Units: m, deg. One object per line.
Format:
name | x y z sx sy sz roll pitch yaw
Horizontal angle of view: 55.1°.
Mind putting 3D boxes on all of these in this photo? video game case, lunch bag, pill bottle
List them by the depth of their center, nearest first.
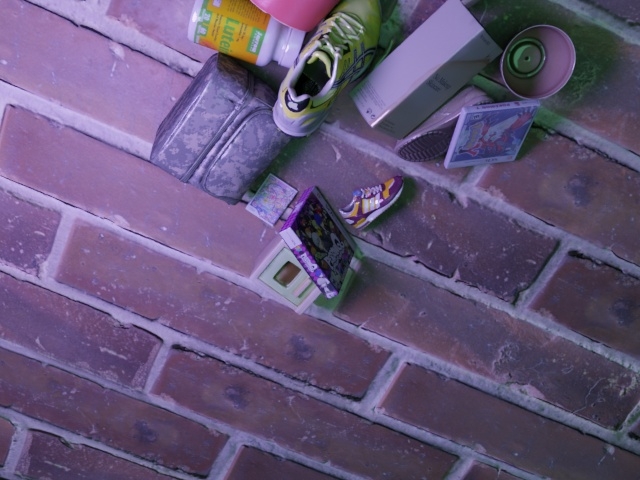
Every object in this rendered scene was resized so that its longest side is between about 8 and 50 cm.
pill bottle | -0.164 -0.477 1.387 0.246 0.136 0.136 17 113 -11
video game case | 0.402 -0.248 1.452 0.184 0.023 0.201 -8 148 -7
lunch bag | -0.218 -0.256 1.458 0.256 0.212 0.305 32 111 -26
video game case | 0.000 0.000 1.536 0.042 0.232 0.210 -26 109 28
video game case | -0.129 -0.107 1.615 0.087 0.011 0.122 33 110 -12

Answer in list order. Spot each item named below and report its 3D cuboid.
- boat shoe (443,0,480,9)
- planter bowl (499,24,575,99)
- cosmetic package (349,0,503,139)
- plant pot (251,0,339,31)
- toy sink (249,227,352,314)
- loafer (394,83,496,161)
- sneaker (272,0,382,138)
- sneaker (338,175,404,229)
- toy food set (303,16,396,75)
boat shoe | 0.393 -0.620 1.325 0.307 0.110 0.104 -33 109 15
planter bowl | 0.486 -0.415 1.409 0.162 0.109 0.161 1 114 2
cosmetic package | 0.235 -0.377 1.376 0.309 0.160 0.113 -39 69 25
plant pot | -0.032 -0.596 1.283 0.275 0.274 0.243 32 122 -11
toy sink | -0.046 0.092 1.631 0.234 0.131 0.152 37 110 -13
loafer | 0.297 -0.282 1.484 0.269 0.092 0.102 -27 136 29
sneaker | 0.034 -0.397 1.326 0.145 0.147 0.384 28 77 -3
sneaker | 0.131 -0.110 1.573 0.084 0.069 0.185 39 108 -19
toy food set | 0.071 -0.468 1.446 0.192 0.038 0.132 29 104 -4
